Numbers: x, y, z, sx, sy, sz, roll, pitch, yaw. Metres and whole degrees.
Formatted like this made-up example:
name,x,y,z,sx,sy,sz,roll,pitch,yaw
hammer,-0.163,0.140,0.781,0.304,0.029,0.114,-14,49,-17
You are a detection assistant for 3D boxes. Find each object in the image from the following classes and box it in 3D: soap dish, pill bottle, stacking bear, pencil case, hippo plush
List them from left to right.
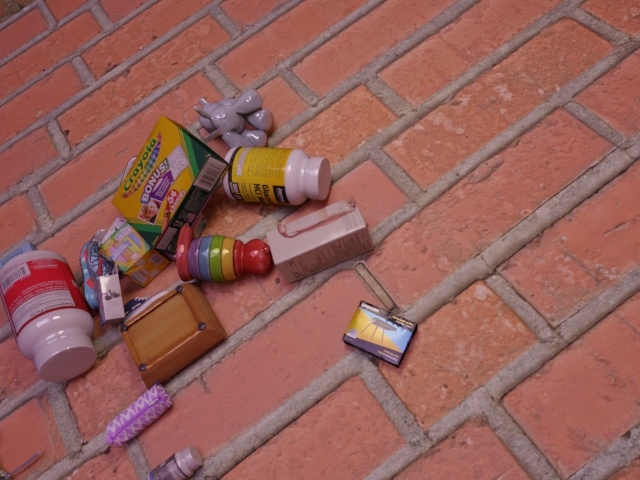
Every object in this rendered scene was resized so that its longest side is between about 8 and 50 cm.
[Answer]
name,x,y,z,sx,sy,sz,roll,pitch,yaw
pill bottle,-0.882,0.243,1.734,0.229,0.229,0.407,-36,60,-4
pencil case,-0.534,0.516,1.577,0.206,0.088,0.086,-41,97,-4
soap dish,-0.469,0.286,1.660,0.291,0.118,0.229,-35,60,-5
pill bottle,-0.403,0.639,1.484,0.137,0.078,0.078,-36,60,-4
hippo plush,-0.340,-0.416,1.955,0.294,0.234,0.237,-27,25,-28
stacking bear,-0.297,0.054,1.711,0.289,0.175,0.164,-1,40,3
pill bottle,-0.144,-0.215,1.782,0.334,0.188,0.187,5,66,19

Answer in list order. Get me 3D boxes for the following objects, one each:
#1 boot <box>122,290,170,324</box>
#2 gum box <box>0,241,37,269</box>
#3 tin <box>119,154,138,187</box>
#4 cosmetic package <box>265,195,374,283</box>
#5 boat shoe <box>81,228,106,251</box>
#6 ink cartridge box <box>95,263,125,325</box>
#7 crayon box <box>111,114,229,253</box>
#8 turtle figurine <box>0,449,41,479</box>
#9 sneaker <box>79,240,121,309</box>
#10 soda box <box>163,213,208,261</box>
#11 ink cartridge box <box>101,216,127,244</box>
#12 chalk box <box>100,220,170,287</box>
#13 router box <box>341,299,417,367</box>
name,x,y,z,sx,sy,sz,roll,pitch,yaw
boot,-0.582,0.208,1.758,0.190,0.069,0.086,-37,56,-1
gum box,-1.109,0.117,1.971,0.157,0.041,0.184,-37,59,-5
tin,-0.708,-0.246,2.047,0.106,0.040,0.189,-2,63,20
cosmetic package,0.000,0.000,1.655,0.296,0.153,0.129,-22,58,2
boat shoe,-0.826,0.012,1.947,0.046,0.038,0.125,32,78,-16
ink cartridge box,-0.686,0.176,1.728,0.062,0.104,0.181,-5,73,-32
crayon box,-0.515,-0.191,1.795,0.313,0.106,0.362,39,100,32
turtle figurine,-1.039,0.705,1.565,0.275,0.198,0.266,7,70,23
sneaker,-0.756,0.114,1.857,0.125,0.104,0.261,-14,65,-9
soda box,-0.464,-0.013,1.842,0.058,0.063,0.183,18,71,24
ink cartridge box,-0.743,-0.025,1.947,0.063,0.029,0.115,15,68,22
chalk box,-0.648,0.034,1.831,0.213,0.132,0.132,38,78,29
router box,0.170,0.266,1.529,0.179,0.046,0.133,20,71,24
